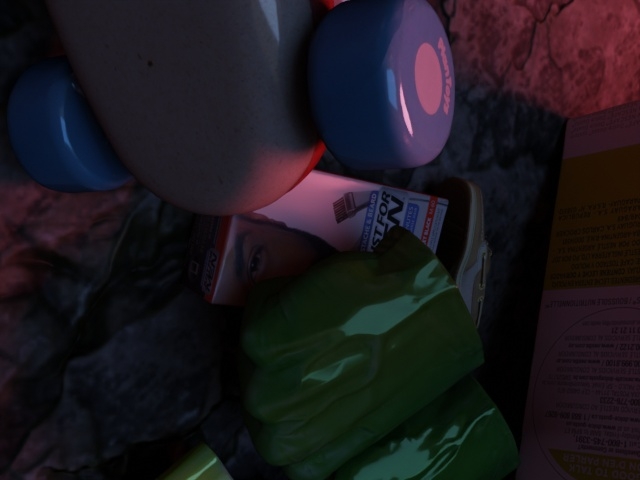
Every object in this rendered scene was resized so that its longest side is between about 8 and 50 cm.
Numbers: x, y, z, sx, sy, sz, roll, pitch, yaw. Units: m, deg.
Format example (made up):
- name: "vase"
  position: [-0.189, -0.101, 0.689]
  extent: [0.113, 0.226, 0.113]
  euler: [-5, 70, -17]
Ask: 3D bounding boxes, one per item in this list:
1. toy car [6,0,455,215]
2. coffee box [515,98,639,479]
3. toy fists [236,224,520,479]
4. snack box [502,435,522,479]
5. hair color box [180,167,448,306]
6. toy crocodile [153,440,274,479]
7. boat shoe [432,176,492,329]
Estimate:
- name: "toy car"
  position: [-0.027, -0.147, 0.432]
  extent: [0.238, 0.219, 0.210]
  euler: [-44, 125, -52]
- name: "coffee box"
  position: [0.396, 0.088, 0.604]
  extent: [0.337, 0.338, 0.335]
  euler: [24, 70, -34]
- name: "toy fists"
  position: [0.033, 0.112, 0.531]
  extent: [0.142, 0.096, 0.279]
  euler: [-35, 136, -8]
- name: "snack box"
  position: [0.175, 0.287, 0.715]
  extent: [0.322, 0.060, 0.187]
  euler: [-31, 114, -25]
- name: "hair color box"
  position: [0.000, 0.000, 0.538]
  extent: [0.167, 0.053, 0.093]
  euler: [9, 97, -34]
- name: "toy crocodile"
  position: [-0.025, 0.277, 0.551]
  extent: [0.115, 0.105, 0.341]
  euler: [-33, 117, -24]
- name: "boat shoe"
  position: [0.105, 0.016, 0.617]
  extent: [0.045, 0.050, 0.135]
  euler: [-10, 116, -35]
